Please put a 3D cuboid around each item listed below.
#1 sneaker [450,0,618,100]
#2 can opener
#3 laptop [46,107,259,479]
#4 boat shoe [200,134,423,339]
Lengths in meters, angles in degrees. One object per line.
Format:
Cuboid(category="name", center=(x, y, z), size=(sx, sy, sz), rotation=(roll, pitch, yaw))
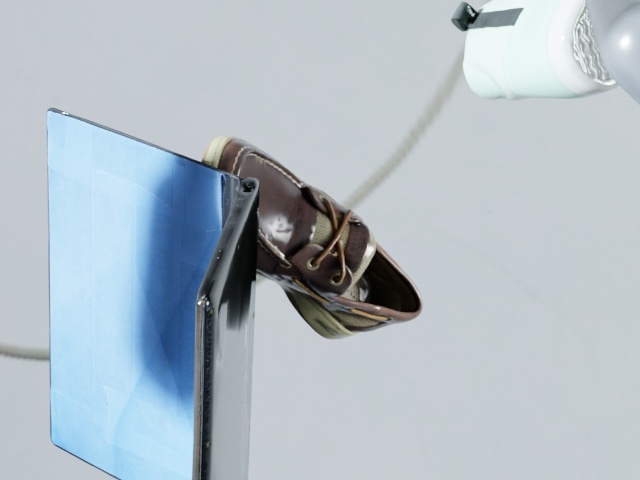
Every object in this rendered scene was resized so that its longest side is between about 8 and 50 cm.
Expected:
Cuboid(category="sneaker", center=(0.191, -0.198, 1.253), size=(0.094, 0.151, 0.256), rotation=(49, 65, -22))
Cuboid(category="can opener", center=(0.159, -0.087, 0.727), size=(0.095, 0.283, 0.076), rotation=(44, 105, -6))
Cuboid(category="laptop", center=(-0.183, 0.130, 1.648), size=(0.236, 0.408, 0.382), rotation=(5, 113, 5))
Cuboid(category="boat shoe", center=(0.000, 0.000, 1.795), size=(0.123, 0.342, 0.123), rotation=(-1, 60, 30))
